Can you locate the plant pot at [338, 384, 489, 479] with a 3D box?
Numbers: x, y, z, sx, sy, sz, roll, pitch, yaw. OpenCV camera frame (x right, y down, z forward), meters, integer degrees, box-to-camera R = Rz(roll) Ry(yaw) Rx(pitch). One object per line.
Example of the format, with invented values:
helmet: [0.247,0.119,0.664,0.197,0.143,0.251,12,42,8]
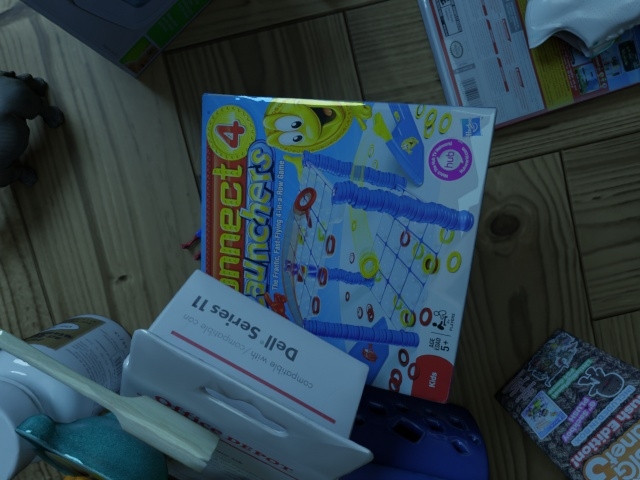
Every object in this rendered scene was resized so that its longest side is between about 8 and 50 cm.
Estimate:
plant pot: [0.083,0.336,0.520,0.236,0.212,0.235,14,96,-2]

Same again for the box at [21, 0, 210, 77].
box: [-0.208,-0.328,0.432,0.231,0.262,0.126,-43,95,2]

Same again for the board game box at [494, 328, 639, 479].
board game box: [0.385,0.263,0.476,0.232,0.291,0.141,41,94,-3]

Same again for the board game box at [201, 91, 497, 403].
board game box: [0.016,-0.002,0.486,0.302,0.086,0.307,8,104,16]

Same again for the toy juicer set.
toy juicer set: [-0.168,0.228,0.388,0.210,0.089,0.328,18,136,11]

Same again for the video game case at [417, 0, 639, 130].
video game case: [0.294,-0.273,0.559,0.286,0.025,0.203,-18,95,1]

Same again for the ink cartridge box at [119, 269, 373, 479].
ink cartridge box: [-0.091,0.170,0.450,0.207,0.119,0.353,30,137,-4]

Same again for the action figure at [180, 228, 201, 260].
action figure: [-0.140,-0.024,0.577,0.038,0.030,0.115,43,91,0]

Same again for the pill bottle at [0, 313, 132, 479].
pill bottle: [-0.324,0.177,0.492,0.131,0.229,0.131,0,95,-1]

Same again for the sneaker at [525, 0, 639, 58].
sneaker: [0.360,-0.275,0.517,0.213,0.080,0.094,0,107,6]

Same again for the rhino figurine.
rhino figurine: [-0.415,-0.099,0.527,0.073,0.106,0.243,25,94,-2]
